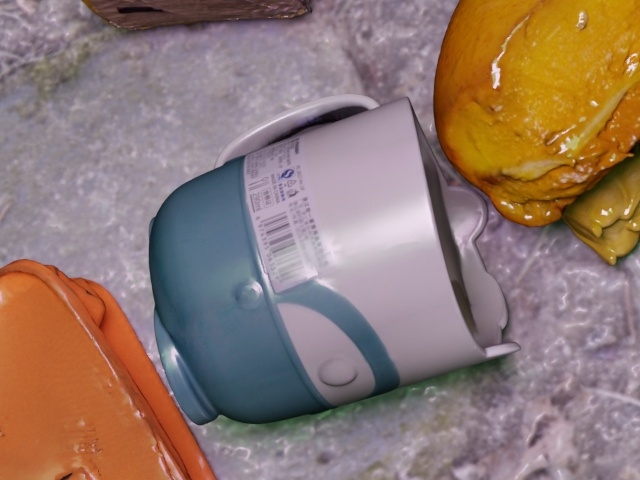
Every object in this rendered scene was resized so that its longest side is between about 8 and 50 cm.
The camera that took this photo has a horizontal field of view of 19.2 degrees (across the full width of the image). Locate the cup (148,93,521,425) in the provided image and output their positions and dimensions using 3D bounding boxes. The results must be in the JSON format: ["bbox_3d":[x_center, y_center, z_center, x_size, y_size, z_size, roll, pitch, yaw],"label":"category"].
[{"bbox_3d":[0.000,0.000,1.527,0.258,0.219,0.289,-18,46,10],"label":"cup"}]

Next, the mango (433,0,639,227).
[{"bbox_3d":[0.212,-0.186,1.495,0.199,0.201,0.350,20,63,18],"label":"mango"}]

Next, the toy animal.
[{"bbox_3d":[0.265,-0.061,1.538,0.159,0.070,0.083,-40,49,0],"label":"toy animal"}]

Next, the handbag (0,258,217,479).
[{"bbox_3d":[-0.311,0.231,1.596,0.410,0.116,0.303,-33,74,6],"label":"handbag"}]

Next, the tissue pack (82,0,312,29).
[{"bbox_3d":[-0.110,-0.327,1.618,0.192,0.134,0.270,-2,81,16],"label":"tissue pack"}]
